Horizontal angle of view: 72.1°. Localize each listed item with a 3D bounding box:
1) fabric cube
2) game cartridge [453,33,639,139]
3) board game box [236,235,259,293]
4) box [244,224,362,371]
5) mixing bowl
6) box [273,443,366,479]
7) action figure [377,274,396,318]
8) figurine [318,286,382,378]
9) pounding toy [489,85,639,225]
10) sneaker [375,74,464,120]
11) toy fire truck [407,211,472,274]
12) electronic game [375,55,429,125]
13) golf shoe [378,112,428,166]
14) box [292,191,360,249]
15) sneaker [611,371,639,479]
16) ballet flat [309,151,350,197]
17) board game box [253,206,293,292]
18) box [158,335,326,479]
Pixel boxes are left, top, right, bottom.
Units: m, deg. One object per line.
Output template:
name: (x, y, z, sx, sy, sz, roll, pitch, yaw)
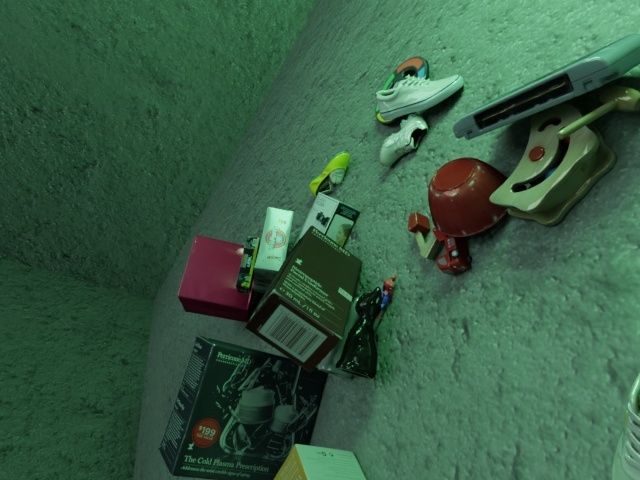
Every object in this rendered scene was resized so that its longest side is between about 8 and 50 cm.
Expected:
fabric cube: (-0.387, 0.159, 1.738, 0.259, 0.259, 0.253, 113, 166, -66)
game cartridge: (0.418, -0.279, 0.820, 0.198, 0.062, 0.297, -36, 12, -31)
board game box: (-0.244, 0.086, 1.484, 0.141, 0.048, 0.170, 119, 162, -71)
box: (-0.023, 0.128, 1.125, 0.143, 0.191, 0.381, -52, 6, 25)
mixing bowl: (0.296, -0.107, 0.923, 0.182, 0.098, 0.181, -28, 37, 24)
box: (0.016, 0.622, 0.865, 0.214, 0.169, 0.345, -61, 29, 12)
action figure: (0.164, 0.140, 1.108, 0.038, 0.030, 0.115, 39, 111, 57)
figurine: (0.083, 0.231, 1.101, 0.215, 0.093, 0.209, 138, 151, -65)
pounding toy: (0.402, -0.167, 0.779, 0.269, 0.155, 0.154, -54, 33, 20)
sneaker: (0.261, -0.410, 1.214, 0.258, 0.091, 0.094, -11, 32, 40)
toy fire truck: (0.268, 0.001, 1.007, 0.135, 0.047, 0.191, -37, 41, 45)
electronic game: (0.252, -0.468, 1.378, 0.229, 0.048, 0.229, -41, 38, 41)
golf shoe: (0.235, -0.275, 1.253, 0.176, 0.069, 0.086, -54, 36, 26)
box: (0.000, 0.000, 1.437, 0.289, 0.087, 0.169, -64, 28, 6)
sneaker: (0.411, 0.231, 0.538, 0.087, 0.092, 0.228, 16, 86, 61)
ballet flat: (0.039, -0.223, 1.565, 0.231, 0.077, 0.077, -38, 61, 48)
board game box: (-0.170, 0.048, 1.570, 0.303, 0.098, 0.223, 109, 171, -68)
box: (-0.204, 0.456, 1.186, 0.179, 0.344, 0.312, -9, 63, 60)
